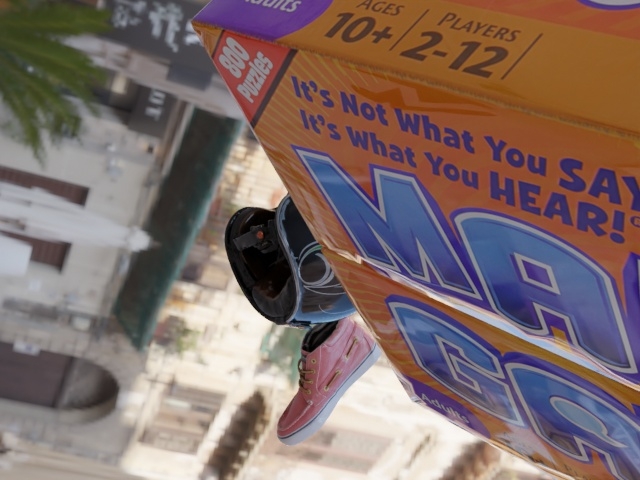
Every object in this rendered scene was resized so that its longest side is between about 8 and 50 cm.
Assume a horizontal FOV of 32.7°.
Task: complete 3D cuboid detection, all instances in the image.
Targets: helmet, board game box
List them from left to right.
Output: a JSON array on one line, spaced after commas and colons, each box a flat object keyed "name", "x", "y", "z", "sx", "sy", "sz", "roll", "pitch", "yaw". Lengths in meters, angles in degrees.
[{"name": "helmet", "x": 0.000, "y": 0.000, "z": 1.144, "sx": 0.169, "sy": 0.161, "sz": 0.169, "roll": 31, "pitch": -49, "yaw": 42}, {"name": "board game box", "x": 0.228, "y": -0.067, "z": 0.597, "sx": 0.356, "sy": 0.356, "sz": 0.356, "roll": 24, "pitch": -116, "yaw": 42}]

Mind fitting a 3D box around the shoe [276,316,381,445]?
[{"name": "shoe", "x": -0.008, "y": 0.169, "z": 1.365, "sx": 0.178, "sy": 0.081, "sz": 0.063, "roll": -47, "pitch": -153, "yaw": -4}]
